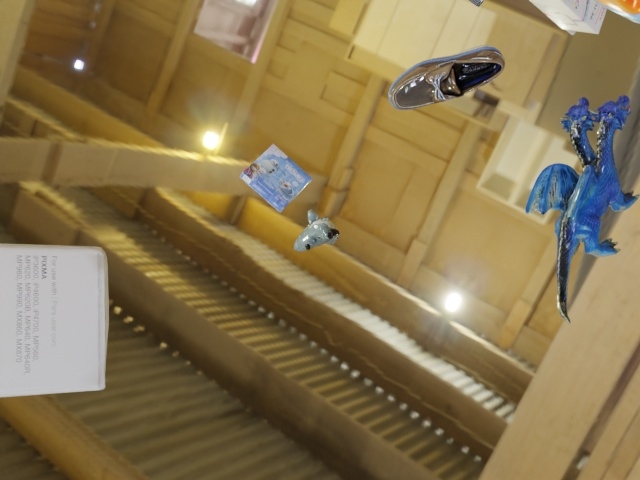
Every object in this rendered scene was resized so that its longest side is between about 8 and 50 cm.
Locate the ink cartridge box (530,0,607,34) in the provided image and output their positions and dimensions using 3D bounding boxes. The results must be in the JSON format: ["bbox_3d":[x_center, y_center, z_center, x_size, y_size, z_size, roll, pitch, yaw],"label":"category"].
[{"bbox_3d":[0.393,-0.391,1.283,0.067,0.115,0.198,22,-174,37],"label":"ink cartridge box"}]

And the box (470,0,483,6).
[{"bbox_3d":[0.262,-0.545,1.487,0.191,0.184,0.045,36,-158,-6],"label":"box"}]

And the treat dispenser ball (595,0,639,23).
[{"bbox_3d":[0.287,-0.296,0.602,0.288,0.288,0.288,22,-164,-6],"label":"treat dispenser ball"}]

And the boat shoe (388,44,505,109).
[{"bbox_3d":[0.190,-0.245,1.277,0.066,0.183,0.066,-94,-22,-66],"label":"boat shoe"}]

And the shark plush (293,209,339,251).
[{"bbox_3d":[0.000,0.000,1.469,0.073,0.067,0.161,56,167,-20],"label":"shark plush"}]

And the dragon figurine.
[{"bbox_3d":[0.324,-0.048,1.072,0.144,0.289,0.085,41,163,-34],"label":"dragon figurine"}]

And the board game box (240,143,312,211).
[{"bbox_3d":[-0.073,-0.105,1.402,0.090,0.020,0.090,41,-129,0],"label":"board game box"}]

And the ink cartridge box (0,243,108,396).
[{"bbox_3d":[-0.255,0.052,0.504,0.218,0.092,0.159,0,172,-32],"label":"ink cartridge box"}]
